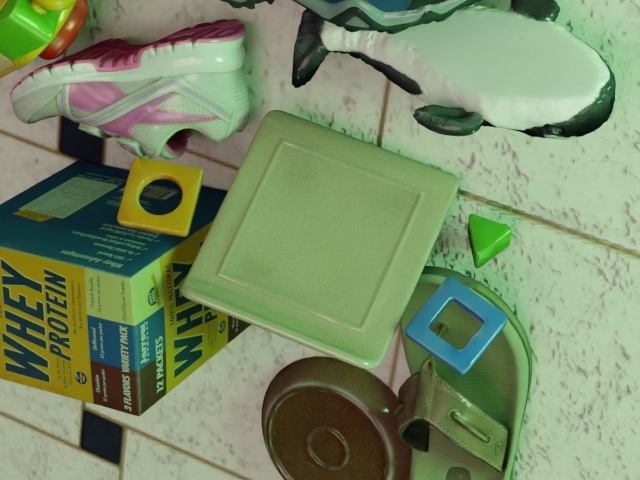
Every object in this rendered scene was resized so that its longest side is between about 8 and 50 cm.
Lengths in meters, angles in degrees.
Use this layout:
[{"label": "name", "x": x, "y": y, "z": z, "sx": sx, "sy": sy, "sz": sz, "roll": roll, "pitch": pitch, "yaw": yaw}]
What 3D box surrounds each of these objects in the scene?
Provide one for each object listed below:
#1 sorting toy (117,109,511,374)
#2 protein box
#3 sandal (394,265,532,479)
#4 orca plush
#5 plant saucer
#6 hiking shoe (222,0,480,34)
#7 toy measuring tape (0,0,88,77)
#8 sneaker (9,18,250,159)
[{"label": "sorting toy", "x": 0.000, "y": 0.000, "z": 1.474, "sx": 0.348, "sy": 0.196, "sz": 0.047, "roll": 21, "pitch": 159, "yaw": 12}, {"label": "protein box", "x": -0.195, "y": 0.036, "z": 1.583, "sx": 0.200, "sy": 0.201, "sz": 0.136, "roll": 12, "pitch": 117, "yaw": 25}, {"label": "sandal", "x": 0.119, "y": 0.166, "z": 1.531, "sx": 0.120, "sy": 0.086, "sz": 0.303, "roll": 8, "pitch": 115, "yaw": 27}, {"label": "orca plush", "x": 0.111, "y": -0.119, "z": 1.401, "sx": 0.287, "sy": 0.151, "sz": 0.102, "roll": 4, "pitch": 145, "yaw": 26}, {"label": "plant saucer", "x": 0.012, "y": 0.191, "z": 1.643, "sx": 0.168, "sy": 0.029, "sz": 0.168, "roll": 13, "pitch": 118, "yaw": 25}, {"label": "hiking shoe", "x": 0.004, "y": -0.246, "z": 1.371, "sx": 0.304, "sy": 0.113, "sz": 0.132, "roll": 6, "pitch": 144, "yaw": 27}, {"label": "toy measuring tape", "x": -0.303, "y": -0.210, "z": 1.612, "sx": 0.330, "sy": 0.121, "sz": 0.121, "roll": -14, "pitch": 105, "yaw": 55}, {"label": "sneaker", "x": -0.171, "y": -0.121, "z": 1.559, "sx": 0.252, "sy": 0.103, "sz": 0.111, "roll": -5, "pitch": 107, "yaw": 32}]
